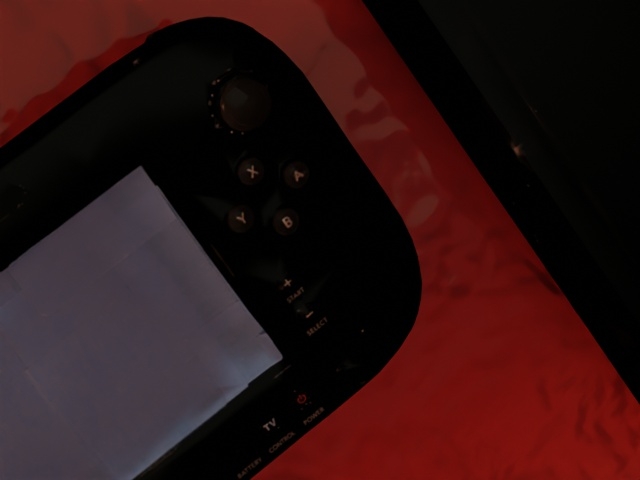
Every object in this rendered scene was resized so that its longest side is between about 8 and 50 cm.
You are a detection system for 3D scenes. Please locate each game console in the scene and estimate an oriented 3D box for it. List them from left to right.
[{"bbox_3d":[0.000,0.000,0.486,0.361,0.044,0.213,-38,102,-8],"label":"game console"}]
